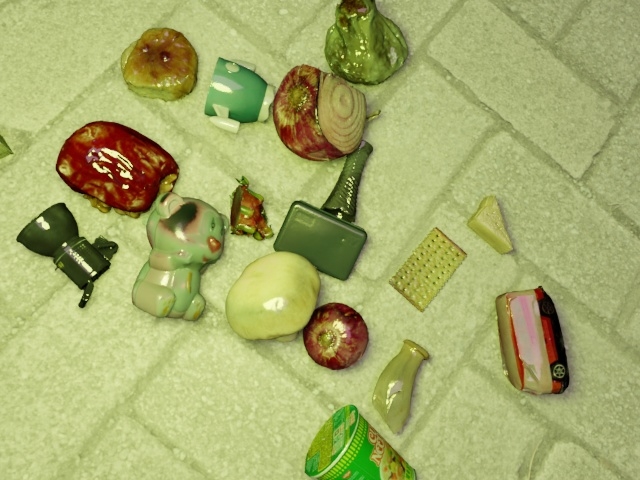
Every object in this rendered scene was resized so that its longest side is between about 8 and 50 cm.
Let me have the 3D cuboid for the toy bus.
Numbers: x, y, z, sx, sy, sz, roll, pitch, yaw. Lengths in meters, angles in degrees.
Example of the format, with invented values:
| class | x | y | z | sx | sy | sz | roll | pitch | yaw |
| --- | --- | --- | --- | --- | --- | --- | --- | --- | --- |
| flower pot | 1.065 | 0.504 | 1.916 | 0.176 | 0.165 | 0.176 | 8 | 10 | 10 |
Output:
| class | x | y | z | sx | sy | sz | roll | pitch | yaw |
| --- | --- | --- | --- | --- | --- | --- | --- | --- | --- |
| toy bus | 0.595 | 0.285 | 1.492 | 0.147 | 0.127 | 0.303 | -5 | 82 | -6 |

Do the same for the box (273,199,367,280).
| class | x | y | z | sx | sy | sz | roll | pitch | yaw |
| --- | --- | --- | --- | --- | --- | --- | --- | --- | --- |
| box | 0.000 | 0.000 | 1.453 | 0.230 | 0.050 | 0.160 | 24 | 100 | -5 |

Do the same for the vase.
| class | x | y | z | sx | sy | sz | roll | pitch | yaw |
| --- | --- | --- | --- | --- | --- | --- | --- | --- | --- |
| vase | 0.082 | -0.173 | 1.504 | 0.115 | 0.115 | 0.238 | 20 | 73 | -6 |

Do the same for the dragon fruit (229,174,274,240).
| class | x | y | z | sx | sy | sz | roll | pitch | yaw |
| --- | --- | --- | --- | --- | --- | --- | --- | --- | --- |
| dragon fruit | -0.199 | -0.073 | 1.433 | 0.142 | 0.138 | 0.175 | -38 | 123 | 22 |

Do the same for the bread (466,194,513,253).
| class | x | y | z | sx | sy | sz | roll | pitch | yaw |
| --- | --- | --- | --- | --- | --- | --- | --- | --- | --- |
| bread | 0.526 | -0.047 | 1.568 | 0.152 | 0.077 | 0.105 | 41 | 76 | -2 |

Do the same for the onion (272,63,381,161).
| class | x | y | z | sx | sy | sz | roll | pitch | yaw |
| --- | --- | --- | --- | --- | --- | --- | --- | --- | --- |
| onion | -0.019 | -0.349 | 1.460 | 0.230 | 0.272 | 0.256 | 7 | 64 | 37 |

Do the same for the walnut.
| class | x | y | z | sx | sy | sz | roll | pitch | yaw |
| --- | --- | --- | --- | --- | --- | --- | --- | --- | --- |
| walnut | -0.521 | -0.167 | 1.349 | 0.269 | 0.222 | 0.244 | 30 | 107 | -8 |

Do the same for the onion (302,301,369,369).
| class | x | y | z | sx | sy | sz | roll | pitch | yaw |
| --- | --- | --- | --- | --- | --- | --- | --- | --- | --- |
| onion | 0.039 | 0.252 | 1.390 | 0.177 | 0.153 | 0.177 | 0 | 88 | -3 |

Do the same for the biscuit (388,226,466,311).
| class | x | y | z | sx | sy | sz | roll | pitch | yaw |
| --- | --- | --- | --- | --- | --- | --- | --- | --- | --- |
| biscuit | 0.315 | 0.081 | 1.536 | 0.139 | 0.016 | 0.231 | 42 | 75 | -1 |

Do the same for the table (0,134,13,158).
| class | x | y | z | sx | sy | sz | roll | pitch | yaw |
| --- | --- | --- | --- | --- | --- | --- | --- | --- | --- |
| table | -0.862 | -0.238 | 1.358 | 0.083 | 0.079 | 0.062 | -35 | 85 | -13 |

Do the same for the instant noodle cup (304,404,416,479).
| class | x | y | z | sx | sy | sz | roll | pitch | yaw |
| --- | --- | --- | --- | --- | --- | --- | --- | --- | --- |
| instant noodle cup | 0.109 | 0.570 | 1.328 | 0.232 | 0.207 | 0.207 | 40 | 75 | -10 |

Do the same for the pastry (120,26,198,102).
| class | x | y | z | sx | sy | sz | roll | pitch | yaw |
| --- | --- | --- | --- | --- | --- | --- | --- | --- | --- |
| pastry | -0.444 | -0.487 | 1.470 | 0.229 | 0.100 | 0.218 | 42 | 75 | 1 |

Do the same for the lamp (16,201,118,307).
| class | x | y | z | sx | sy | sz | roll | pitch | yaw |
| --- | --- | --- | --- | --- | --- | --- | --- | --- | --- |
| lamp | -0.619 | 0.030 | 1.332 | 0.227 | 0.147 | 0.172 | 46 | 52 | -8 |

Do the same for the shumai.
| class | x | y | z | sx | sy | sz | roll | pitch | yaw |
| --- | --- | --- | --- | --- | --- | --- | --- | --- | --- |
| shumai | 0.149 | -0.588 | 1.537 | 0.260 | 0.222 | 0.225 | 18 | 74 | -11 |

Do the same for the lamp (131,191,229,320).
| class | x | y | z | sx | sy | sz | roll | pitch | yaw |
| --- | --- | --- | --- | --- | --- | --- | --- | --- | --- |
| lamp | -0.374 | 0.032 | 1.345 | 0.247 | 0.247 | 0.301 | 18 | 87 | 34 |

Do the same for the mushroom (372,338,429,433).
| class | x | y | z | sx | sy | sz | roll | pitch | yaw |
| --- | --- | --- | --- | --- | --- | --- | --- | --- | --- |
| mushroom | 0.210 | 0.387 | 1.420 | 0.108 | 0.096 | 0.247 | 19 | 72 | 20 |

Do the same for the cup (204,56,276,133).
| class | x | y | z | sx | sy | sz | roll | pitch | yaw |
| --- | --- | --- | --- | --- | --- | --- | --- | --- | --- |
| cup | -0.221 | -0.403 | 1.465 | 0.173 | 0.167 | 0.300 | 15 | 51 | -13 |

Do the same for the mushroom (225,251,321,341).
| class | x | y | z | sx | sy | sz | roll | pitch | yaw |
| --- | --- | --- | --- | --- | --- | --- | --- | --- | --- |
| mushroom | -0.108 | 0.166 | 1.350 | 0.260 | 0.254 | 0.234 | -29 | 122 | -10 |
